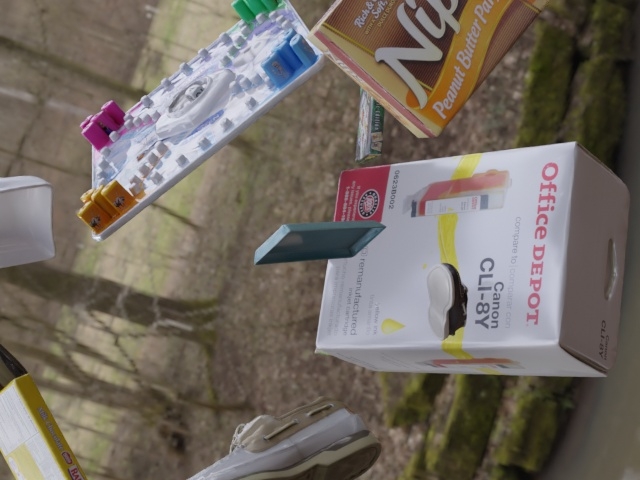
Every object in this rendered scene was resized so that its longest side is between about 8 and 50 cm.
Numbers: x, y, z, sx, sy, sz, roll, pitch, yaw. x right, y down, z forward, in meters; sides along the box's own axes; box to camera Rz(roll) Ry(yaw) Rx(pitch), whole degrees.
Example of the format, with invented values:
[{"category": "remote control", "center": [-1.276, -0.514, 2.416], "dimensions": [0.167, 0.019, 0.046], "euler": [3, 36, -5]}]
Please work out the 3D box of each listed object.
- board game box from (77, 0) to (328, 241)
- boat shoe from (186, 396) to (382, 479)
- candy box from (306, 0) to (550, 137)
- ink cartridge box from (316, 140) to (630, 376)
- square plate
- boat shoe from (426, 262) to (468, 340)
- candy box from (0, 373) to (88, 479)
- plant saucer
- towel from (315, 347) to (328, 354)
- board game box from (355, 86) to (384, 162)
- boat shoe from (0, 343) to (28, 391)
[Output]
[{"category": "board game box", "center": [-0.189, -0.207, 1.586], "dimensions": [0.390, 0.050, 0.390], "euler": [-38, 27, 7]}, {"category": "boat shoe", "center": [-0.070, 0.282, 1.387], "dimensions": [0.103, 0.302, 0.113], "euler": [50, 135, 33]}, {"category": "candy box", "center": [0.156, -0.294, 1.262], "dimensions": [0.316, 0.183, 0.087], "euler": [-50, 9, -2]}, {"category": "ink cartridge box", "center": [0.205, 0.033, 1.524], "dimensions": [0.385, 0.160, 0.279], "euler": [-4, 69, 38]}, {"category": "square plate", "center": [-0.573, -0.014, 1.650], "dimensions": [0.347, 0.344, 0.049], "euler": [123, 136, -68]}, {"category": "boat shoe", "center": [0.145, 0.064, 1.224], "dimensions": [0.046, 0.038, 0.125], "euler": [51, 159, 38]}, {"category": "candy box", "center": [-0.308, 0.258, 1.241], "dimensions": [0.105, 0.206, 0.027], "euler": [-35, -7, 41]}, {"category": "plant saucer", "center": [0.000, 0.000, 1.305], "dimensions": [0.067, 0.192, 0.018], "euler": [-43, 68, 31]}, {"category": "towel", "center": [0.026, 0.183, 2.034], "dimensions": [0.083, 0.060, 0.009], "euler": [-72, -19, -47]}, {"category": "board game box", "center": [0.100, -0.285, 2.132], "dimensions": [0.136, 0.030, 0.259], "euler": [157, 117, -82]}, {"category": "boat shoe", "center": [-0.496, 0.106, 1.314], "dimensions": [0.120, 0.324, 0.122], "euler": [-49, 6, -23]}]
